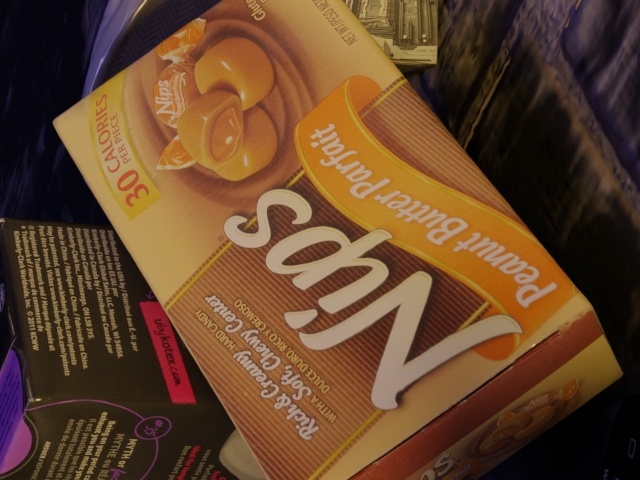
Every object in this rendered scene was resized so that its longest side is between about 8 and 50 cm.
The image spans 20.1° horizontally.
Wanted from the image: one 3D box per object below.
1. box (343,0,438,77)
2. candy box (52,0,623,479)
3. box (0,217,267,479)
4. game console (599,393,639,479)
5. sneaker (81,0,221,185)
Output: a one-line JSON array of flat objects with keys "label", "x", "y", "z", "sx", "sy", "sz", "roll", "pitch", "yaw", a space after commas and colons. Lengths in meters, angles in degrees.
[{"label": "box", "x": -0.003, "y": -0.250, "z": 1.259, "sx": 0.242, "sy": 0.076, "sz": 0.308, "roll": 169, "pitch": 104, "yaw": -65}, {"label": "candy box", "x": 0.000, "y": 0.000, "z": 1.000, "sx": 0.183, "sy": 0.087, "sz": 0.316, "roll": -36, "pitch": 55, "yaw": 1}, {"label": "box", "x": -0.082, "y": 0.096, "z": 1.137, "sx": 0.165, "sy": 0.270, "sz": 0.143, "roll": 119, "pitch": 146, "yaw": -41}, {"label": "game console", "x": 0.134, "y": 0.252, "z": 0.911, "sx": 0.213, "sy": 0.044, "sz": 0.361, "roll": -147, "pitch": 65, "yaw": -63}, {"label": "sneaker", "x": -0.110, "y": -0.179, "z": 1.276, "sx": 0.169, "sy": 0.108, "sz": 0.293, "roll": 41, "pitch": 112, "yaw": 62}]
